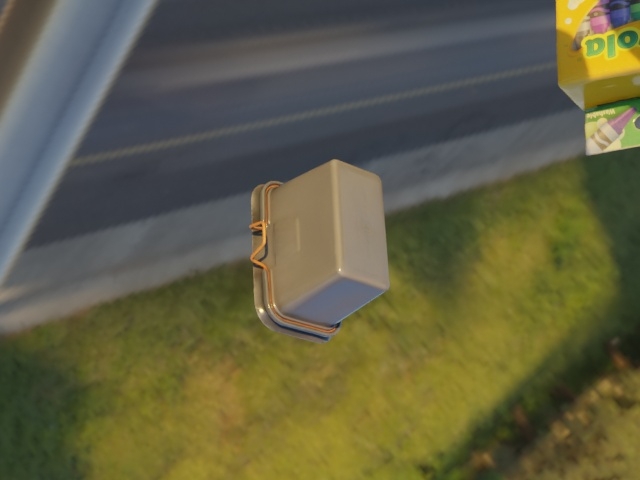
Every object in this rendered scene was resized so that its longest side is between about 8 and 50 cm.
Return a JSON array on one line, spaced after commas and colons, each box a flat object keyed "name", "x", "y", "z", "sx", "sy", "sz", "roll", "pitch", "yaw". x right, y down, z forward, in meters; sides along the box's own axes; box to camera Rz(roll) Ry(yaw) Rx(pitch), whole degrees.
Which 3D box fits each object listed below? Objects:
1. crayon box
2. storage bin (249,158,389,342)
[{"name": "crayon box", "x": 0.356, "y": -0.267, "z": 1.380, "sx": 0.203, "sy": 0.322, "sz": 0.083, "roll": -9, "pitch": 160, "yaw": 30}, {"name": "storage bin", "x": 0.000, "y": 0.000, "z": 1.064, "sx": 0.098, "sy": 0.135, "sz": 0.091, "roll": 19, "pitch": 145, "yaw": -36}]
